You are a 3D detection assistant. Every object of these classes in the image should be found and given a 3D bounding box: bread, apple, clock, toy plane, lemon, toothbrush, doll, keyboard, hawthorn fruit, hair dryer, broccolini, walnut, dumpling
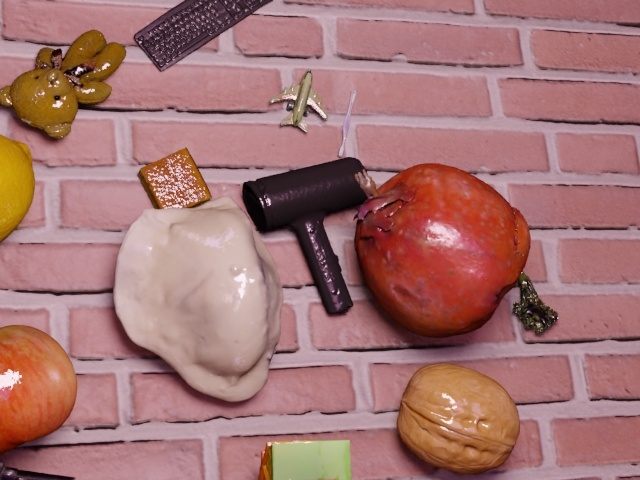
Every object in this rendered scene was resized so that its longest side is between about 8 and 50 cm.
[{"bbox_3d":[-0.234,-0.091,1.587,0.090,0.035,0.094,-26,84,-20],"label":"bread"},{"bbox_3d":[-0.444,0.212,1.371,0.209,0.209,0.164,-27,87,-20],"label":"apple"},{"bbox_3d":[-0.038,0.395,1.400,0.106,0.255,0.219,1,79,-14],"label":"clock"},{"bbox_3d":[-0.033,-0.239,1.677,0.102,0.040,0.111,17,71,-12],"label":"toy plane"},{"bbox_3d":[-0.522,-0.071,1.427,0.244,0.187,0.187,-34,87,-26],"label":"lemon"},{"bbox_3d":[0.046,-0.204,1.705,0.011,0.013,0.131,20,71,-20],"label":"toothbrush"},{"bbox_3d":[-0.400,-0.263,1.557,0.137,0.097,0.209,34,65,1],"label":"doll"},{"bbox_3d":[-0.199,-0.384,1.682,0.250,0.017,0.087,-37,89,-20],"label":"keyboard"},{"bbox_3d":[0.163,-0.007,1.540,0.307,0.276,0.276,37,69,-15],"label":"hawthorn fruit"},{"bbox_3d":[0.000,0.000,1.615,0.197,0.089,0.251,-17,90,-21],"label":"hair dryer"},{"bbox_3d":[0.333,0.045,1.717,0.058,0.071,0.254,-31,76,21],"label":"broccolini"},{"bbox_3d":[0.219,0.283,1.553,0.197,0.165,0.165,27,71,-4],"label":"walnut"},{"bbox_3d":[-0.182,0.087,1.475,0.243,0.187,0.318,-5,80,-20],"label":"dumpling"}]

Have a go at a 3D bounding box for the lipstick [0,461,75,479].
[{"bbox_3d":[-0.448,0.355,1.392,0.300,0.081,0.081,12,73,-12],"label":"lipstick"}]
